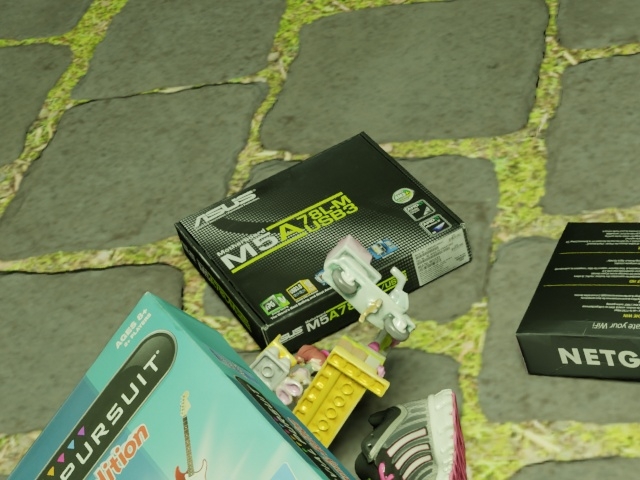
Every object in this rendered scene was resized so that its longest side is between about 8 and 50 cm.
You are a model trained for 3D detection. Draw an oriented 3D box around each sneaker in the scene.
[{"bbox_3d":[0.061,0.168,1.227,0.075,0.063,0.170,-10,32,10],"label":"sneaker"}]

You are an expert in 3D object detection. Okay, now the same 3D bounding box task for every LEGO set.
[{"bbox_3d":[-0.038,0.111,1.311,0.287,0.132,0.107,-33,7,25],"label":"LEGO set"}]

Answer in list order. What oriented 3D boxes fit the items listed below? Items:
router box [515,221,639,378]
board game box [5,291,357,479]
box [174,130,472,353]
[{"bbox_3d":[0.248,0.043,1.314,0.179,0.046,0.133,1,40,31],"label":"router box"},{"bbox_3d":[-0.089,0.220,1.109,0.253,0.079,0.336,-53,41,3],"label":"board game box"},{"bbox_3d":[0.000,0.000,1.481,0.191,0.045,0.184,-26,40,-13],"label":"box"}]
